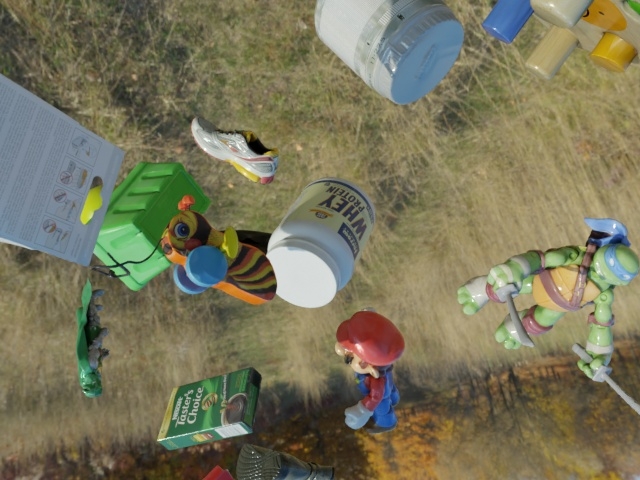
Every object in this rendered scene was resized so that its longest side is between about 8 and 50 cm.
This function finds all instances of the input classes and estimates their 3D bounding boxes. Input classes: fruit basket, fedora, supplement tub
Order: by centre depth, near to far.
[{"bbox_3d":[0.000,0.000,1.386,0.235,0.325,0.235,12,130,15],"label":"supplement tub"},{"bbox_3d":[-0.573,-0.060,1.549,0.392,0.392,0.283,-21,123,22],"label":"fruit basket"},{"bbox_3d":[-0.248,0.071,1.702,0.334,0.152,0.334,4,-164,-1],"label":"fedora"}]

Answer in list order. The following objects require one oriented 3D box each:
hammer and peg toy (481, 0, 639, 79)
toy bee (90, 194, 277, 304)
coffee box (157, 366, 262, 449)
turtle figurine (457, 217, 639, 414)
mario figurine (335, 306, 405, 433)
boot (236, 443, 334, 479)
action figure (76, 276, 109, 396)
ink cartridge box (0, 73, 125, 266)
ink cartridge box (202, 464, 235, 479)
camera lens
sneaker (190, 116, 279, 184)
[{"bbox_3d":[0.191,-0.244,0.428,0.361,0.266,0.127,23,112,-30],"label":"hammer and peg toy"},{"bbox_3d":[-0.206,0.007,0.889,0.195,0.162,0.298,-9,156,38],"label":"toy bee"},{"bbox_3d":[-0.198,0.301,0.917,0.184,0.113,0.040,-19,128,22],"label":"coffee box"},{"bbox_3d":[0.299,0.111,0.710,0.197,0.275,0.266,11,162,-12],"label":"turtle figurine"},{"bbox_3d":[0.093,0.279,1.132,0.170,0.198,0.320,-21,127,-12],"label":"mario figurine"},{"bbox_3d":[-0.086,0.541,1.201,0.161,0.083,0.246,25,153,-26],"label":"boot"},{"bbox_3d":[-0.438,0.199,0.981,0.063,0.232,0.137,0,133,-24],"label":"action figure"},{"bbox_3d":[-0.384,-0.086,0.656,0.066,0.189,0.232,3,162,26],"label":"ink cartridge box"},{"bbox_3d":[-0.191,0.518,0.936,0.134,0.231,0.078,-39,-147,-30],"label":"ink cartridge box"},{"bbox_3d":[0.137,-0.453,1.088,0.219,0.274,0.219,-33,156,-16],"label":"camera lens"},{"bbox_3d":[-0.190,-0.224,1.168,0.093,0.225,0.088,-61,178,31],"label":"sneaker"}]
